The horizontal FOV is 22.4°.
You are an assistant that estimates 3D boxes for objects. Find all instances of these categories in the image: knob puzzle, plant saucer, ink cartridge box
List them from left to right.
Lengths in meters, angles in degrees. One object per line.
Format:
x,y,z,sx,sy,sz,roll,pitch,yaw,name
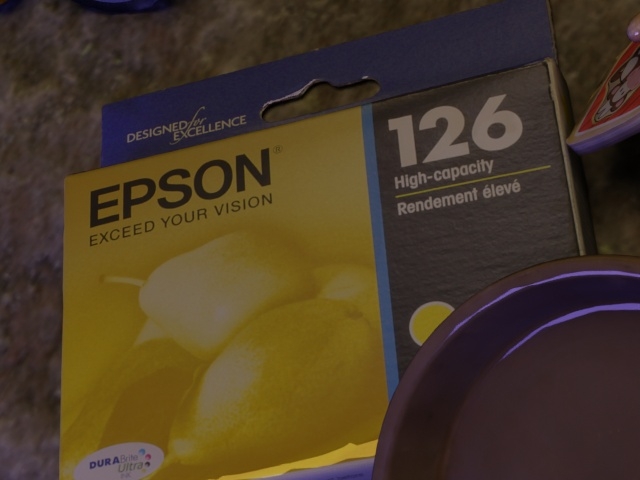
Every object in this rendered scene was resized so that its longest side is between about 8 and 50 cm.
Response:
0.000,0.000,0.922,0.303,0.072,0.307,-13,61,14,ink cartridge box
0.144,0.142,0.731,0.277,0.041,0.278,5,99,37,plant saucer
0.192,-0.122,0.838,0.030,0.213,0.213,41,80,-8,knob puzzle

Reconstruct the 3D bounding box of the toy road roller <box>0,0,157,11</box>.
-0.233,-0.300,1.065,0.329,0.240,0.203,4,65,22,toy road roller
